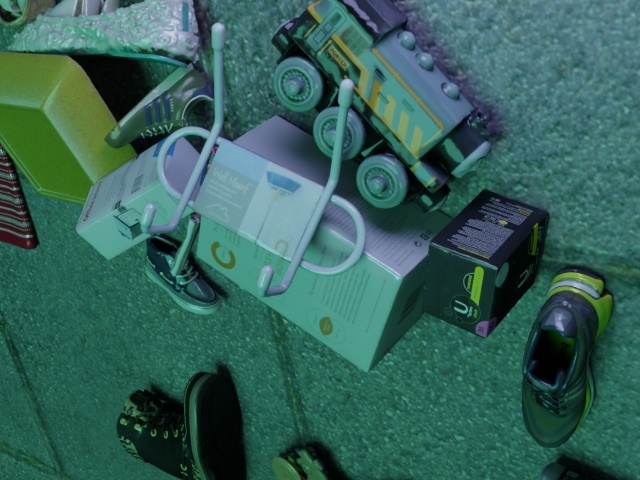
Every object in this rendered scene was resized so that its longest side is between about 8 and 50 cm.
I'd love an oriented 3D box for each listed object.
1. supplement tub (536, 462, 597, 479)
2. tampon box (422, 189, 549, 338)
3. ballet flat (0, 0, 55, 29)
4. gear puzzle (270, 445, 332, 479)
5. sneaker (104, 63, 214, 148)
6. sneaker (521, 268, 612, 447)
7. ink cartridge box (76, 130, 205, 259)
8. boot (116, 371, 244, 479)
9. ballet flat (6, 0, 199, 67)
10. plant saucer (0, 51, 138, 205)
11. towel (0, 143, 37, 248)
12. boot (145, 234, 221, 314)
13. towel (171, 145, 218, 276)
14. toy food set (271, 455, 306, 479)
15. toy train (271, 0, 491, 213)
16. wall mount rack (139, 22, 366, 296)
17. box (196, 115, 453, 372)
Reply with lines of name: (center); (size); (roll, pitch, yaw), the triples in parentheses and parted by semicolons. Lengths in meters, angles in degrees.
supplement tub: (0.416, 0.425, 1.384); (0.190, 0.117, 0.117); (20, 130, 30)
tampon box: (0.224, 0.029, 1.238); (0.102, 0.161, 0.120); (22, 131, 28)
ballet flat: (-0.521, -0.516, 1.528); (0.123, 0.123, 0.348); (24, 131, 27)
gear puzzle: (0.045, 0.553, 1.845); (0.339, 0.044, 0.175); (52, 145, -1)
sneaker: (-0.256, -0.201, 1.492); (0.086, 0.192, 0.064); (47, 179, -8)
sneaker: (0.325, 0.186, 1.291); (0.111, 0.121, 0.299); (20, 130, 30)
ink cartridge box: (-0.289, -0.073, 1.483); (0.191, 0.139, 0.082); (-29, 123, 24)
boot: (-0.313, 0.401, 1.983); (0.284, 0.138, 0.377); (20, 135, 29)
ballet flat: (-0.354, -0.354, 1.514); (0.409, 0.147, 0.146); (7, 123, 34)
plant saucer: (-0.470, -0.174, 1.621); (0.333, 0.081, 0.332); (12, 143, 39)
towel: (-0.741, -0.113, 2.061); (0.199, 0.031, 0.274); (13, 126, 33)
boot: (-0.267, 0.065, 1.749); (0.190, 0.069, 0.086); (29, 137, 24)
towel: (-0.207, -0.050, 1.535); (0.029, 0.197, 0.144); (20, 135, -5)
toy food set: (-0.064, 0.465, 1.832); (0.083, 0.020, 0.083); (-12, 111, 52)
toy train: (0.080, -0.194, 1.233); (0.334, 0.142, 0.190); (49, 128, 1)
wall mount rack: (-0.088, -0.103, 1.234); (0.350, 0.130, 0.304); (27, 99, 19)
box: (0.000, 0.000, 1.404); (0.345, 0.168, 0.215); (33, 135, 18)
